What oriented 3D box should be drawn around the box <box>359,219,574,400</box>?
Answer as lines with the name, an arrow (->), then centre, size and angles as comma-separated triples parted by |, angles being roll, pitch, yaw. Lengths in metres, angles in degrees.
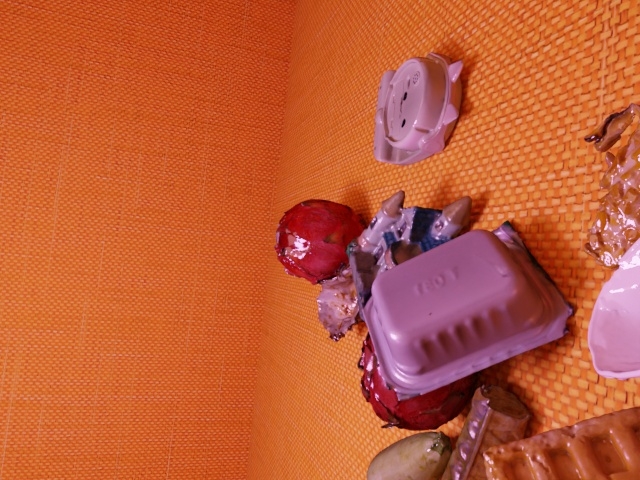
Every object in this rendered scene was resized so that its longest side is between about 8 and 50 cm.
box -> 0.227, 0.096, 0.851 | 0.106, 0.337, 0.264 | 56, -168, -40

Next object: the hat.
hat -> 0.399, 0.086, 0.511 | 0.203, 0.126, 0.203 | -63, -9, -17

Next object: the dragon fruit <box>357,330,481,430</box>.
dragon fruit -> 0.199, 0.253, 0.974 | 0.299, 0.244, 0.244 | -51, 35, 38

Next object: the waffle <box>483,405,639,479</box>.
waffle -> 0.342, 0.326, 0.567 | 0.055, 0.248, 0.221 | 57, -162, -32

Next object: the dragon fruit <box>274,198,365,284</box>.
dragon fruit -> 0.000, 0.000, 1.612 | 0.295, 0.302, 0.295 | -1, -90, -89

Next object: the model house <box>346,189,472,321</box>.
model house -> 0.218, 0.010, 1.097 | 0.267, 0.194, 0.325 | -100, 29, -42

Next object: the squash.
squash -> 0.203, 0.491, 1.057 | 0.370, 0.118, 0.118 | 116, 153, -48

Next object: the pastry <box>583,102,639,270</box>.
pastry -> 0.430, -0.075, 0.627 | 0.154, 0.102, 0.250 | -149, 65, -66

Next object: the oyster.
oyster -> 0.088, 0.149, 1.473 | 0.198, 0.133, 0.337 | 46, 128, 27

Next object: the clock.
clock -> 0.251, -0.347, 1.238 | 0.324, 0.109, 0.265 | 175, 102, -70

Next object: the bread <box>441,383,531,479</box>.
bread -> 0.294, 0.396, 0.883 | 0.087, 0.098, 0.269 | -29, -44, -64
